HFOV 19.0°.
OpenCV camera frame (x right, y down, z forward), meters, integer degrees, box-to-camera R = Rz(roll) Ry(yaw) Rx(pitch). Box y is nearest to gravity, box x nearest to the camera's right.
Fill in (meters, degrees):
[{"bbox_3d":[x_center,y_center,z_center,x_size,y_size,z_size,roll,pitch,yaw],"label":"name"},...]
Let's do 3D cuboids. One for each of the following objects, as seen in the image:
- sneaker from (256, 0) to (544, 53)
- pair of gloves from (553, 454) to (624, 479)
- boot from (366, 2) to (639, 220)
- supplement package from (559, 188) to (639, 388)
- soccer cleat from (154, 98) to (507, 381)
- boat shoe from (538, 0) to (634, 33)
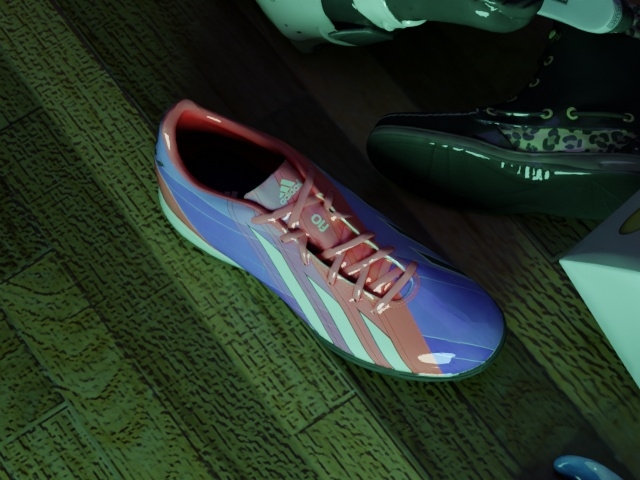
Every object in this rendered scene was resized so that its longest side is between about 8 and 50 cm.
[{"bbox_3d":[0.037,-0.212,1.568,0.330,0.146,0.122,27,35,31],"label":"sneaker"},{"bbox_3d":[0.203,0.246,1.365,0.159,0.023,0.198,-1,62,4],"label":"pair of gloves"},{"bbox_3d":[0.167,-0.112,1.537,0.236,0.085,0.178,8,58,10],"label":"boot"},{"bbox_3d":[0.322,0.016,1.360,0.203,0.194,0.149,-40,109,-16],"label":"supplement package"},{"bbox_3d":[0.000,0.000,1.465,0.318,0.116,0.108,32,68,21],"label":"soccer cleat"},{"bbox_3d":[0.188,-0.197,1.527,0.142,0.040,0.049,34,106,37],"label":"boat shoe"}]
